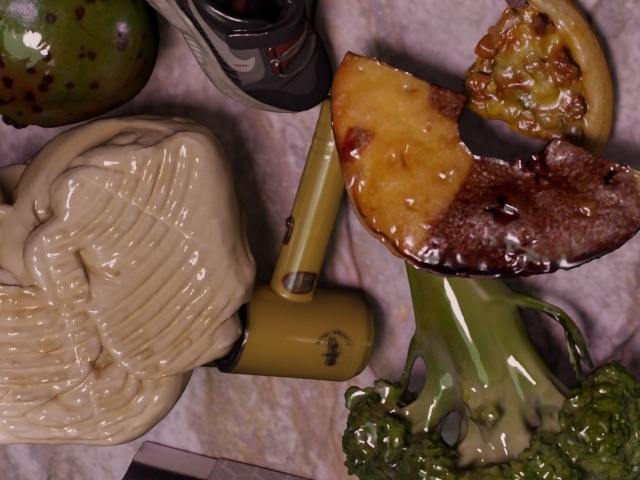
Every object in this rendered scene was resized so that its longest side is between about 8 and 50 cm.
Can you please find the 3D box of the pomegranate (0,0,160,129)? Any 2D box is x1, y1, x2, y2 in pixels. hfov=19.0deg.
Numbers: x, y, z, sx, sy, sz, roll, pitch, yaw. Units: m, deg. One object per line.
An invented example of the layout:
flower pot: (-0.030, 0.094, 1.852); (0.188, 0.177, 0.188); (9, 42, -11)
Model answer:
pomegranate: (-0.230, -0.215, 1.640); (0.202, 0.202, 0.247); (16, 96, 11)

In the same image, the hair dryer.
hair dryer: (0.000, 0.000, 1.733); (0.135, 0.090, 0.278); (7, 114, -22)

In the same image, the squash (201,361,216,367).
squash: (-0.152, 0.087, 1.863); (0.252, 0.066, 0.066); (7, 123, 18)

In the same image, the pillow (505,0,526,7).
pillow: (0.149, -0.283, 1.520); (0.118, 0.043, 0.185); (30, 118, 12)

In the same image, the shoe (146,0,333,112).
shoe: (-0.060, -0.188, 1.594); (0.227, 0.099, 0.112); (43, 163, -27)

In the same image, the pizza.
pizza: (0.180, -0.132, 1.609); (0.134, 0.046, 0.175); (-20, 112, 30)

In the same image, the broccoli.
broccoli: (0.145, 0.147, 1.739); (0.254, 0.186, 0.302); (-47, 67, 18)

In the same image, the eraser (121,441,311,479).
eraser: (-0.008, 0.309, 1.929); (0.404, 0.096, 0.098); (13, 126, 14)

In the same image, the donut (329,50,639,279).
donut: (0.132, -0.030, 1.617); (0.295, 0.112, 0.151); (23, 84, 13)

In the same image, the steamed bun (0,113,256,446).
steamed bun: (-0.205, 0.027, 1.709); (0.276, 0.203, 0.289); (3, 96, -15)
